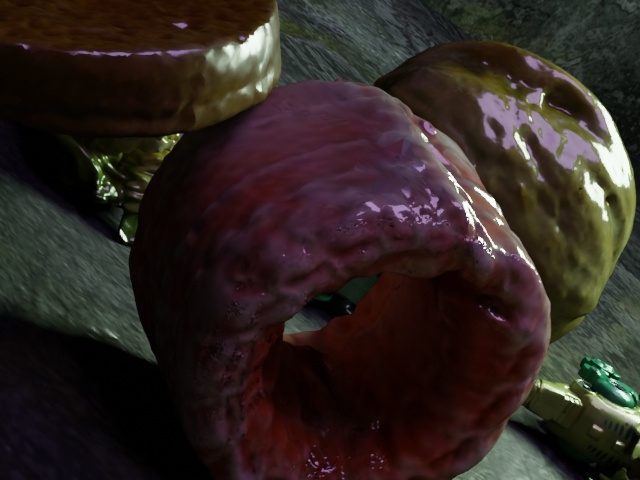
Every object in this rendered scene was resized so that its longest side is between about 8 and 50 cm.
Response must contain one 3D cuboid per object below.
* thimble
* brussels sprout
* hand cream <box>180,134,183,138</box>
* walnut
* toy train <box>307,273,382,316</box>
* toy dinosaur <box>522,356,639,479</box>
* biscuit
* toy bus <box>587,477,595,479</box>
[{"bbox_3d":[0.006,0.035,1.091,0.239,0.239,0.162,31,18,-34],"label":"thimble"},{"bbox_3d":[-0.147,-0.086,1.318,0.181,0.100,0.139,51,8,36],"label":"brussels sprout"},{"bbox_3d":[-0.083,-0.061,1.515,0.079,0.050,0.275,21,8,33],"label":"hand cream"},{"bbox_3d":[0.145,-0.040,1.614,0.283,0.283,0.227,41,30,0],"label":"walnut"},{"bbox_3d":[0.000,0.000,1.473,0.178,0.071,0.104,37,17,-23],"label":"toy train"},{"bbox_3d":[0.241,0.158,1.618,0.259,0.094,0.153,31,12,-5],"label":"toy dinosaur"},{"bbox_3d":[-0.227,-0.136,1.050,0.394,0.070,0.350,21,25,20],"label":"biscuit"},{"bbox_3d":[0.219,0.222,1.467,0.031,0.037,0.083,40,16,-11],"label":"toy bus"}]
